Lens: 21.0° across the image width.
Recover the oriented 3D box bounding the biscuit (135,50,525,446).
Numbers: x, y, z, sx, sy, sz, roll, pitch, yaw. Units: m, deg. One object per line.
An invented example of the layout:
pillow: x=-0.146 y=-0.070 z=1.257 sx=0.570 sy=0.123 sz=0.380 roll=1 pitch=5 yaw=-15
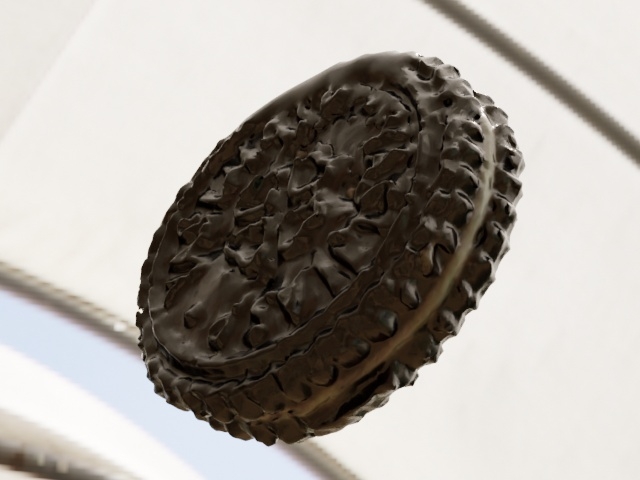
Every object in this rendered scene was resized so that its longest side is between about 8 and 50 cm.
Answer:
biscuit: x=0.000 y=0.000 z=0.739 sx=0.194 sy=0.194 sz=0.053 roll=-26 pitch=-50 yaw=31
